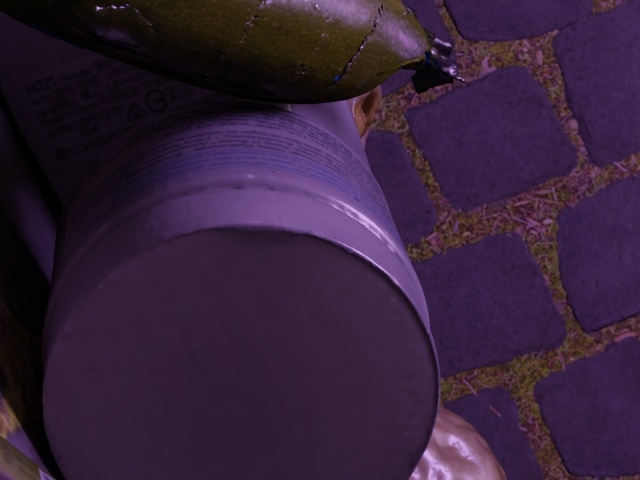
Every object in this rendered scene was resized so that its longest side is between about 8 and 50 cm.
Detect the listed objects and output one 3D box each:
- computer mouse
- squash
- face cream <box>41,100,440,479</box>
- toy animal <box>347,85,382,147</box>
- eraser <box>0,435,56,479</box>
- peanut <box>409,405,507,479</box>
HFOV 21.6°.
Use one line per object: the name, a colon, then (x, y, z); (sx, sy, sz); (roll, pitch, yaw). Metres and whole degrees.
computer mouse: (-0.065, -0.064, 0.929); (0.296, 0.184, 0.121); (65, 23, -6)
squash: (-0.042, -0.110, 0.770); (0.331, 0.087, 0.087); (9, 55, -52)
face cream: (-0.040, 0.038, 0.791); (0.153, 0.177, 0.177); (-103, 168, -65)
toy animal: (-0.064, -0.140, 1.184); (0.358, 0.188, 0.226); (63, 2, -28)
eraser: (-0.120, 0.087, 0.588); (0.083, 0.038, 0.019); (55, 18, -57)
peanut: (0.045, 0.167, 1.174); (0.143, 0.159, 0.291); (-22, -89, 60)
